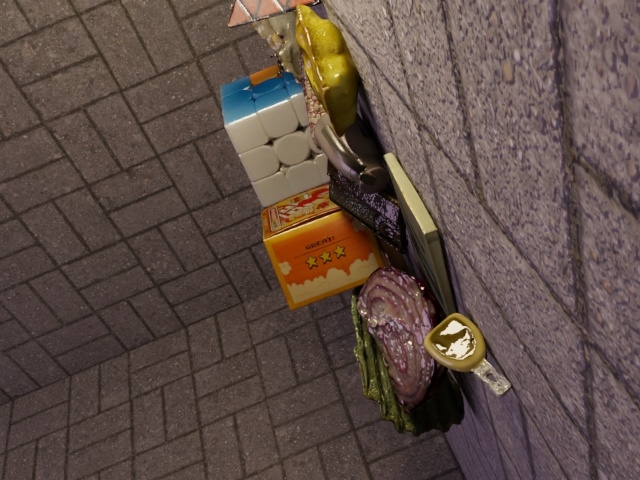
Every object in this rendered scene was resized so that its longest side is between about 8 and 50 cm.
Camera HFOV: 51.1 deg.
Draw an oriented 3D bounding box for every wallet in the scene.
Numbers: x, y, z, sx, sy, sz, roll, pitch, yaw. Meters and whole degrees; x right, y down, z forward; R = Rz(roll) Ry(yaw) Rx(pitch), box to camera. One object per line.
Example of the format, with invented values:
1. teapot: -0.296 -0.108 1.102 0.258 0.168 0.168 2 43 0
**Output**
1. wallet: 0.095 -0.078 1.409 0.243 0.039 0.133 40 148 39

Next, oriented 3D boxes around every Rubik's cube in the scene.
1. Rubik's cube: -0.071 -0.545 1.372 0.178 0.211 0.191 -30 -63 -63
2. Rubik's cube: -0.100 -0.323 1.929 0.292 0.290 0.291 -108 -5 -57

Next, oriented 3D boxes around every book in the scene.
1. book: 0.185 0.002 1.209 0.283 0.025 0.215 65 -177 -46

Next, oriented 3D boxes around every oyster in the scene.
1. oyster: -0.084 -0.500 1.607 0.337 0.133 0.198 64 179 10

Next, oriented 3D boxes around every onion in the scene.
1. onion: 0.216 0.197 1.450 0.280 0.146 0.315 130 127 -59

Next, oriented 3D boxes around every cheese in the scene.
1. cheese: 0.239 0.187 1.058 0.162 0.086 0.036 47 173 45

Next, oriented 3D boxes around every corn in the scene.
1. corn: -0.003 -0.325 1.518 0.079 0.079 0.237 -111 13 -85

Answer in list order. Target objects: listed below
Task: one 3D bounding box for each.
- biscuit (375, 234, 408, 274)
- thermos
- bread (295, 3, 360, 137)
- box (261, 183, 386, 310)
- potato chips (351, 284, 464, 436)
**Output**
1. biscuit: 0.157 -0.020 1.929 0.385 0.062 0.365 -112 0 -88
2. thermos: 0.060 -0.177 1.333 0.137 0.105 0.193 28 -154 -47
3. bread: 0.015 -0.326 1.249 0.161 0.088 0.233 80 171 -67
4. box: 0.000 0.000 1.702 0.283 0.259 0.214 -112 4 -73
5. potato chips: 0.203 0.281 1.659 0.358 0.070 0.429 28 -142 -35
